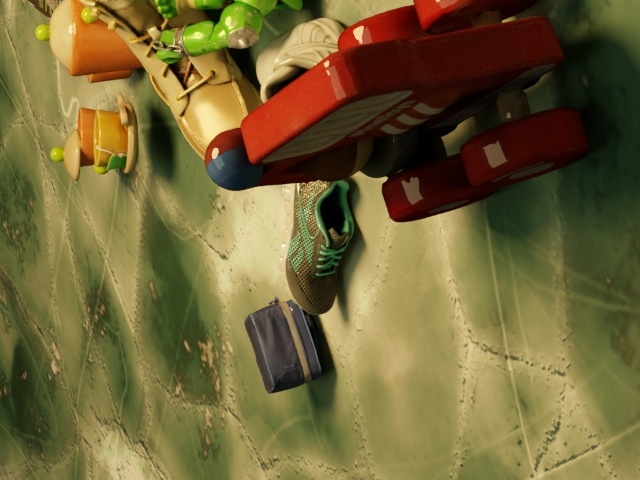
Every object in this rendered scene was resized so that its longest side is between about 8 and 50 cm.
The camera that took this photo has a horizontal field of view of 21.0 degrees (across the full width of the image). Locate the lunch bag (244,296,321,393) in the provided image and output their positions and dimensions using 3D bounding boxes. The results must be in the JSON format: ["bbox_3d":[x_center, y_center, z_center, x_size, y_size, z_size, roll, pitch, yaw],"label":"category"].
[{"bbox_3d":[-0.037,0.107,1.826,0.067,0.065,0.098,134,119,-76],"label":"lunch bag"}]

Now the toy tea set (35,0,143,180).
[{"bbox_3d":[-0.280,-0.193,2.045,0.200,0.124,0.336,-106,20,-49],"label":"toy tea set"}]

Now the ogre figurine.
[{"bbox_3d":[-0.080,-0.259,1.690,0.118,0.197,0.097,17,148,42],"label":"ogre figurine"}]

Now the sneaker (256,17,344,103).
[{"bbox_3d":[-0.016,-0.155,1.616,0.232,0.115,0.090,17,116,59],"label":"sneaker"}]

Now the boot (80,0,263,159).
[{"bbox_3d":[-0.158,-0.201,1.786,0.203,0.095,0.262,42,-161,-57],"label":"boot"}]

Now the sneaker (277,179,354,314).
[{"bbox_3d":[0.000,0.000,1.717,0.076,0.065,0.166,24,123,53],"label":"sneaker"}]

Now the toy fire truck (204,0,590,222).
[{"bbox_3d":[0.045,-0.105,1.366,0.302,0.254,0.169,-25,79,58],"label":"toy fire truck"}]

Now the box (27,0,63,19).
[{"bbox_3d":[-0.325,-0.413,2.152,0.216,0.060,0.270,39,133,51],"label":"box"}]
